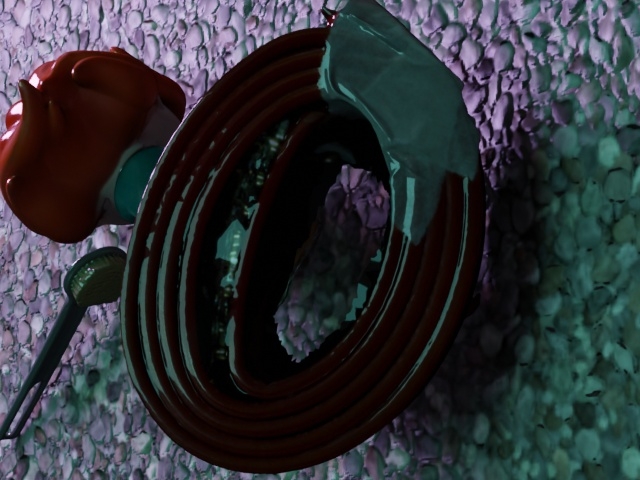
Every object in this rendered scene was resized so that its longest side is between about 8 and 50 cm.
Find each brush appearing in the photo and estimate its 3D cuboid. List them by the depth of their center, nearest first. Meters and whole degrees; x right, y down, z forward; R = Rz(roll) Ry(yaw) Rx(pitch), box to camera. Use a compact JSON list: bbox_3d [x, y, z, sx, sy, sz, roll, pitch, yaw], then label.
[{"bbox_3d":[-0.232,0.100,1.708,0.027,0.062,0.266,57,133,28],"label":"brush"}]

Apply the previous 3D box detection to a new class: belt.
[{"bbox_3d":[0.000,0.000,1.304,0.227,0.115,0.324,24,91,6],"label":"belt"}]

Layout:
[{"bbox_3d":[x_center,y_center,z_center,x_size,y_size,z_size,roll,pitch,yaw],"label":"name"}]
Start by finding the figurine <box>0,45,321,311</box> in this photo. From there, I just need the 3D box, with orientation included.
[{"bbox_3d":[-0.144,-0.057,1.493,0.257,0.208,0.181,34,132,40],"label":"figurine"}]
